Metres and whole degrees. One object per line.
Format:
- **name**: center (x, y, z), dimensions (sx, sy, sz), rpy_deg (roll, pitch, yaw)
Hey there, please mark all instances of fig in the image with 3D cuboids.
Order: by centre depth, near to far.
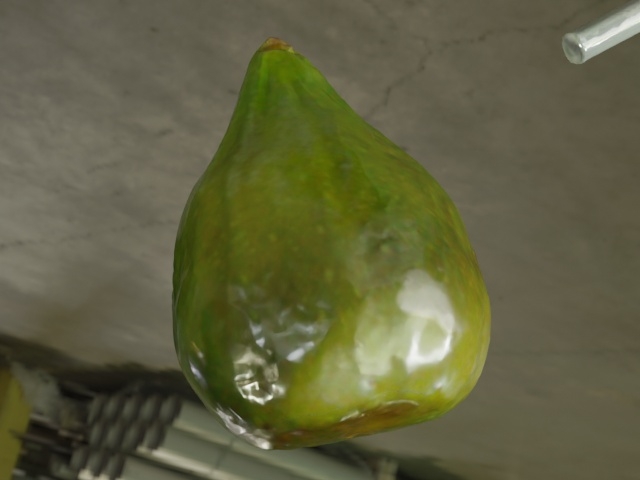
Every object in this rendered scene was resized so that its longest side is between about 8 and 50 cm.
- **fig**: center (-0.004, 0.017, 0.693), dimensions (0.167, 0.233, 0.167), rpy_deg (-9, 128, -12)

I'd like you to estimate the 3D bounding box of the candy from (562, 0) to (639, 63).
- **candy**: center (0.258, -0.168, 0.613), dimensions (0.124, 0.365, 0.124), rpy_deg (49, 156, 31)
